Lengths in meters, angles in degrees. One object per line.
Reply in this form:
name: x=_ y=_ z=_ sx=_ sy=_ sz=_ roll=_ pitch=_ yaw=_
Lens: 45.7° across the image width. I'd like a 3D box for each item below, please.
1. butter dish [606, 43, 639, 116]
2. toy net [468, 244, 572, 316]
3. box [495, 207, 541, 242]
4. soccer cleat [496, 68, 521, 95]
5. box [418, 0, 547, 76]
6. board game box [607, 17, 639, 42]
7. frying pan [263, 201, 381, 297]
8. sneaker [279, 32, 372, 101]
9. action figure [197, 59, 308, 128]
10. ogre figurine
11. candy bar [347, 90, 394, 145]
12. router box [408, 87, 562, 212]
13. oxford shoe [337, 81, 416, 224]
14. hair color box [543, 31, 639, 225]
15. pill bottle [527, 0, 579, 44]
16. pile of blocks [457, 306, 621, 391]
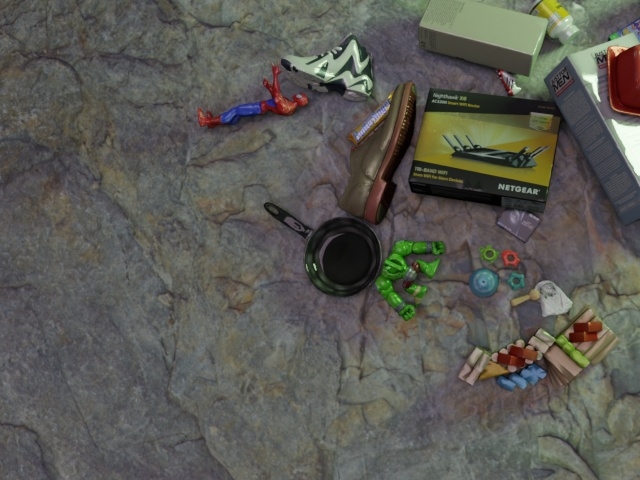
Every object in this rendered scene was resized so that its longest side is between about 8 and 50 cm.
butter dish: x=0.682 y=-0.341 z=1.548 sx=0.160 sy=0.118 sz=0.160 roll=8 pitch=71 yaw=-10
toy net: x=0.461 y=0.097 z=1.734 sx=0.232 sy=0.045 sz=0.122 roll=19 pitch=89 yaw=14
box: x=0.458 y=-0.044 z=1.757 sx=0.083 sy=0.018 sz=0.067 roll=37 pitch=95 yaw=15
soccer cleat: x=0.442 y=-0.380 z=1.786 sx=0.036 sy=0.029 sz=0.083 roll=-25 pitch=80 yaw=0
box: x=0.374 y=-0.480 z=1.765 sx=0.275 sy=0.094 sz=0.113 roll=21 pitch=72 yaw=15
board game box: x=0.760 y=-0.409 z=1.699 sx=0.136 sy=0.035 sz=0.201 roll=-32 pitch=78 yaw=10
frying pan: x=-0.004 y=0.029 z=1.857 sx=0.326 sy=0.053 sz=0.197 roll=11 pitch=86 yaw=21
sneaker: x=0.024 y=-0.444 z=1.845 sx=0.235 sy=0.094 sz=0.152 roll=14 pitch=77 yaw=-7
action figure: x=-0.169 y=-0.367 z=1.911 sx=0.281 sy=0.091 sz=0.138 roll=-4 pitch=93 yaw=15
ogre figurine: x=0.202 y=0.075 z=1.777 sx=0.118 sy=0.097 sz=0.197 roll=26 pitch=104 yaw=4
candy bar: x=0.133 y=-0.297 z=1.865 sx=0.161 sy=0.018 sz=0.040 roll=-43 pitch=76 yaw=7
router box: x=0.377 y=-0.209 z=1.735 sx=0.309 sy=0.081 sz=0.242 roll=10 pitch=75 yaw=15
oxford shoe: x=0.133 y=-0.220 z=1.807 sx=0.130 sy=0.123 sz=0.348 roll=19 pitch=89 yaw=21
hair color box: x=0.664 y=-0.242 z=1.636 sx=0.186 sy=0.113 sz=0.374 roll=-22 pitch=79 yaw=-17
pill bottle: x=0.540 y=-0.508 z=1.751 sx=0.065 sy=0.065 sz=0.116 roll=-40 pitch=77 yaw=8
pile of blocks: x=0.481 y=0.265 z=1.677 sx=0.362 sy=0.113 sz=0.148 roll=-22 pitch=80 yaw=12
